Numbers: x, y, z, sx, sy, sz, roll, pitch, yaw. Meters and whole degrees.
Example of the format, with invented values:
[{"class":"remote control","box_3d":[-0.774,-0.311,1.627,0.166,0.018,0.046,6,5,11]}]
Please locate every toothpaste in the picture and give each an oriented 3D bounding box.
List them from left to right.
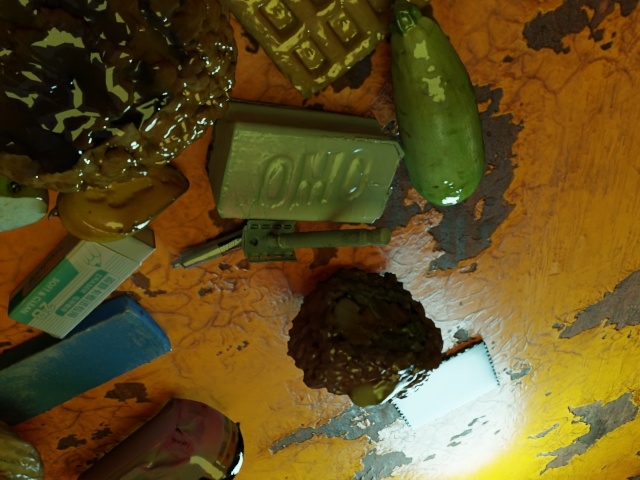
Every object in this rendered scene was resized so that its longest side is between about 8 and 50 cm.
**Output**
[{"class":"toothpaste","box_3d":[-0.154,0.009,0.965,0.170,0.028,0.045,-21,129,-7]}]

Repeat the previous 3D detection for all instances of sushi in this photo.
[{"class":"sushi","box_3d":[0.075,0.186,1.093,0.270,0.236,0.171,11,134,-36]}]

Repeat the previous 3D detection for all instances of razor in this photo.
[{"class":"razor","box_3d":[0.000,0.000,0.889,0.106,0.232,0.068,-1,90,-47]}]

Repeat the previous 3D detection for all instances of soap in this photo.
[{"class":"soap","box_3d":[-0.022,-0.103,0.867,0.262,0.094,0.150,2,131,-24]}]

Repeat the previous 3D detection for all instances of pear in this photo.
[{"class":"pear","box_3d":[-0.399,-0.071,0.726,0.141,0.103,0.141,-15,170,-3]}]

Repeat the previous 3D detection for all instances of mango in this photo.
[{"class":"mango","box_3d":[-0.262,-0.056,0.806,0.188,0.101,0.066,-27,-176,-31]}]

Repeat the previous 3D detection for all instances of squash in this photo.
[{"class":"squash","box_3d":[0.162,-0.173,0.843,0.119,0.118,0.370,-25,144,1]}]

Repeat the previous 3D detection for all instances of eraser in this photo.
[{"class":"eraser","box_3d":[-0.420,0.203,1.023,0.312,0.042,0.144,-26,136,1]},{"class":"eraser","box_3d":[-0.351,0.049,0.899,0.225,0.052,0.096,-40,132,17]}]

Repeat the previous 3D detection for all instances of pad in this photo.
[{"class":"pad","box_3d":[0.310,0.365,1.521,0.269,0.012,0.269,-29,136,4]}]

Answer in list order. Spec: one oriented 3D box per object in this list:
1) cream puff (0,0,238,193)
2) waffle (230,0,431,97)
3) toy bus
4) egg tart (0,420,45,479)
[{"class":"cream puff","box_3d":[-0.249,-0.186,0.583,0.343,0.231,0.327,-1,136,-16]},{"class":"waffle","box_3d":[0.015,-0.316,0.708,0.248,0.055,0.221,-36,135,11]},{"class":"toy bus","box_3d":[-0.337,0.468,1.212,0.386,0.171,0.162,-39,115,14]},{"class":"egg tart","box_3d":[-0.619,0.368,1.009,0.352,0.153,0.339,17,126,-32]}]
